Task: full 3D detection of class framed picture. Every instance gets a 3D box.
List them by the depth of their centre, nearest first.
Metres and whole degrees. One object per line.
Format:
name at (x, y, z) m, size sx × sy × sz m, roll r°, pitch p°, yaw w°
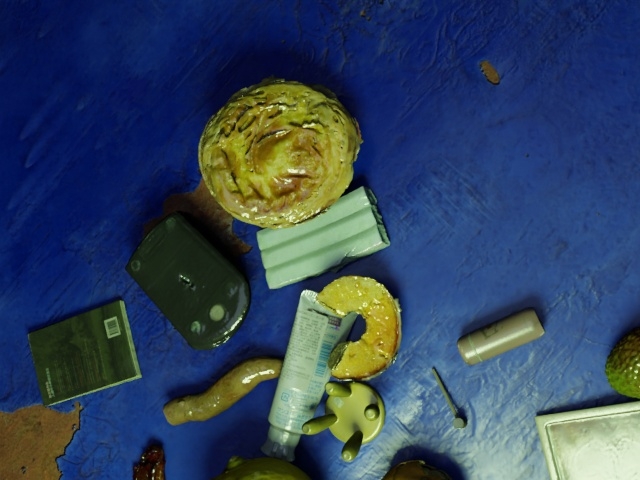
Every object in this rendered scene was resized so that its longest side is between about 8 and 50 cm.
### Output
framed picture at (0.474, 0.402, 1.173) m, size 0.211 × 0.020 × 0.289 m, roll -16°, pitch 82°, yaw 26°

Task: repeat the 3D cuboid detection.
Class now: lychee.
lychee at (0.505, 0.184, 1.148) m, size 0.146 × 0.114 × 0.114 m, roll -35°, pitch 75°, yaw 33°

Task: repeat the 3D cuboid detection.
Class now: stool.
stool at (0.046, 0.301, 1.288) m, size 0.135 × 0.110 × 0.134 m, roll -17°, pitch 82°, yaw 17°

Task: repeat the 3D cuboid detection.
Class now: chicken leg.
chicken leg at (-0.332, 0.489, 1.431) m, size 0.093 × 0.053 × 0.204 m, roll 3°, pitch 79°, yaw 41°

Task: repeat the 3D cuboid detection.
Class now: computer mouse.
computer mouse at (-0.228, 0.078, 1.400) m, size 0.170 × 0.100 × 0.269 m, roll -47°, pitch 69°, yaw 5°

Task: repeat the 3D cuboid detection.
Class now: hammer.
hammer at (0.215, 0.269, 1.280) m, size 0.019 × 0.035 × 0.110 m, roll -32°, pitch 68°, yaw 13°

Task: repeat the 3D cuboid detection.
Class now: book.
book at (-0.477, 0.228, 1.509) m, size 0.229 × 0.024 × 0.160 m, roll -20°, pitch 79°, yaw 16°

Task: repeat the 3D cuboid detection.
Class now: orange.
orange at (0.162, 0.437, 1.224) m, size 0.157 × 0.156 × 0.134 m, roll 22°, pitch 113°, yaw 18°

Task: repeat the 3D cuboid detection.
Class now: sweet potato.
sweet potato at (-0.163, 0.270, 1.386) m, size 0.281 × 0.059 × 0.067 m, roll -30°, pitch 87°, yaw 15°

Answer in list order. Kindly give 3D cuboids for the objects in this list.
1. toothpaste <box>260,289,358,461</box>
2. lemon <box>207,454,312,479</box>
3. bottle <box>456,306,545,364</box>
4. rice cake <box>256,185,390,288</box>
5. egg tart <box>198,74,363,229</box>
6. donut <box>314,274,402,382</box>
toothpaste at (-0.028, 0.240, 1.337) m, size 0.114 × 0.073 × 0.299 m, roll 19°, pitch 91°, yaw -15°
lemon at (-0.091, 0.505, 1.244) m, size 0.261 × 0.260 × 0.283 m, roll 1°, pitch 102°, yaw 18°
bottle at (0.298, 0.159, 1.246) m, size 0.140 × 0.053 × 0.053 m, roll -27°, pitch 78°, yaw 15°
rice cake at (0.000, 0.000, 1.360) m, size 0.237 × 0.043 × 0.127 m, roll -20°, pitch 79°, yaw 15°
egg tart at (-0.069, -0.155, 1.355) m, size 0.297 × 0.132 × 0.296 m, roll -1°, pitch 80°, yaw 6°
donut at (0.068, 0.147, 1.296) m, size 0.146 × 0.078 × 0.181 m, roll -12°, pitch 86°, yaw -10°
